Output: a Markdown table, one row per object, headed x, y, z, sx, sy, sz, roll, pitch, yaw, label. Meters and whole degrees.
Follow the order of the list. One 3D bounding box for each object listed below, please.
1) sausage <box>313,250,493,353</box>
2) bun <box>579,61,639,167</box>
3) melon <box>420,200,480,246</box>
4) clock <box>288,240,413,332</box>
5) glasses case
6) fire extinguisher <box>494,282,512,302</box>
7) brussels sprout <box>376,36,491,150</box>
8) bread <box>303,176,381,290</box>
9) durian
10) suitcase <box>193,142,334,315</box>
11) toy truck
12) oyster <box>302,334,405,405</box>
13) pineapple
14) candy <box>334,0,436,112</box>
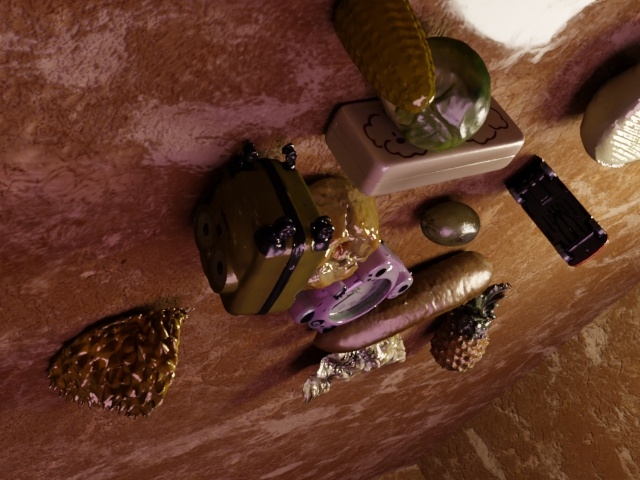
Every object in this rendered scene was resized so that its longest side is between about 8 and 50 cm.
| x | y | z | sx | sy | sz | roll | pitch | yaw | label |
| --- | --- | --- | --- | --- | --- | --- | --- | --- | --- |
| 0.212 | 0.149 | 1.943 | 0.501 | 0.123 | 0.136 | -23 | -178 | -19 | sausage |
| 0.661 | -0.280 | 1.664 | 0.287 | 0.146 | 0.287 | -22 | 151 | -13 | bun |
| 0.278 | -0.036 | 1.719 | 0.162 | 0.099 | 0.099 | 2 | 138 | -45 | melon |
| 0.062 | 0.105 | 1.735 | 0.248 | 0.090 | 0.227 | -36 | 154 | 10 | clock |
| 0.177 | -0.168 | 1.320 | 0.337 | 0.144 | 0.076 | -15 | 149 | -35 | glasses case |
| 0.541 | 0.155 | 2.436 | 0.046 | 0.032 | 0.100 | 12 | 140 | -9 | fire extinguisher |
| 0.173 | -0.227 | 1.202 | 0.162 | 0.143 | 0.181 | -36 | 130 | 12 | brussels sprout |
| 0.000 | 0.000 | 1.428 | 0.245 | 0.134 | 0.244 | -26 | 151 | -16 | bread |
| -0.385 | 0.231 | 1.451 | 0.196 | 0.185 | 0.305 | 24 | 131 | -34 | durian |
| -0.099 | -0.009 | 1.235 | 0.143 | 0.193 | 0.235 | -3 | 142 | -33 | suitcase |
| 0.529 | -0.061 | 1.779 | 0.107 | 0.252 | 0.114 | -41 | 157 | 17 | toy truck |
| 0.097 | 0.313 | 2.103 | 0.351 | 0.114 | 0.238 | -3 | 142 | -46 | oyster |
| 0.435 | 0.240 | 2.315 | 0.169 | 0.169 | 0.340 | -17 | 147 | -29 | pineapple |
| 0.091 | -0.245 | 1.032 | 0.106 | 0.198 | 0.094 | -25 | 149 | 3 | candy |
